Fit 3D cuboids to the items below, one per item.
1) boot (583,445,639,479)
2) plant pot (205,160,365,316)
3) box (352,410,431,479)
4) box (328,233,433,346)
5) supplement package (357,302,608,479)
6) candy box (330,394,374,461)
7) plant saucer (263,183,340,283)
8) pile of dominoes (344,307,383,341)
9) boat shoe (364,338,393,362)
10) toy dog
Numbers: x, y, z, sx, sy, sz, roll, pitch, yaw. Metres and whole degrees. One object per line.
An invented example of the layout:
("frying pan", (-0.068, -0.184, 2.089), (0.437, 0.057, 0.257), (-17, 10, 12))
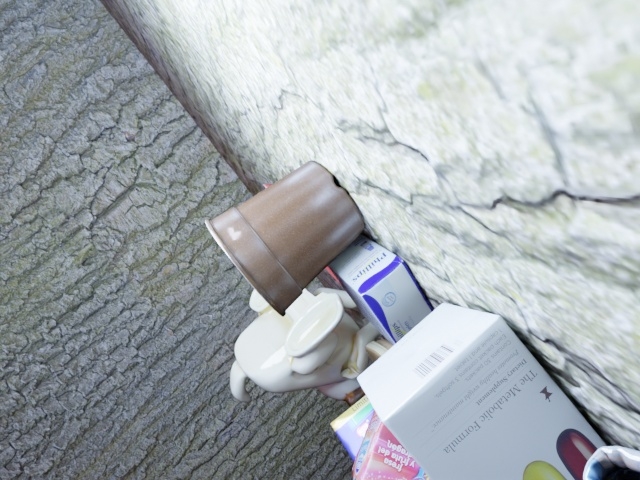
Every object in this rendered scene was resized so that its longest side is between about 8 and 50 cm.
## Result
("boot", (0.230, 0.200, 0.160), (0.123, 0.095, 0.258), (45, 176, -14))
("plant pot", (-0.039, -0.011, 0.551), (0.167, 0.165, 0.167), (51, 173, 8))
("box", (0.212, 0.387, 0.638), (0.300, 0.142, 0.154), (22, 169, 7))
("box", (0.083, 0.070, 0.574), (0.126, 0.072, 0.137), (54, 174, -28))
("supplement package", (0.173, 0.201, 0.391), (0.244, 0.139, 0.134), (50, 175, 1))
("candy box", (0.223, 0.445, 0.845), (0.317, 0.268, 0.122), (45, 168, 43))
("plant saucer", (0.000, 0.000, 0.886), (0.259, 0.048, 0.258), (44, 170, 45))
("pile of dominoes", (0.167, 0.310, 1.233), (0.196, 0.040, 0.251), (10, 126, 64))
("boat shoe", (0.160, 0.216, 0.711), (0.121, 0.110, 0.341), (57, 180, 21))
("toy dog", (0.008, 0.295, 1.038), (0.285, 0.395, 0.408), (24, 169, 47))
